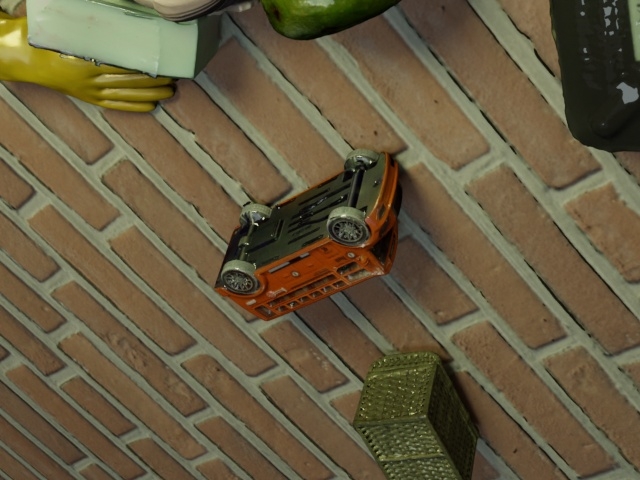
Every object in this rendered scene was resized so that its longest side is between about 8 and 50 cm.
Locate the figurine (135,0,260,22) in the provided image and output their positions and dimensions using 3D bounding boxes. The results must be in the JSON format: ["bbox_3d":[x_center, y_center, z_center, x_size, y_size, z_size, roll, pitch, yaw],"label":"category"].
[{"bbox_3d":[-0.240,-0.392,1.237,0.361,0.253,0.211,21,101,11],"label":"figurine"}]

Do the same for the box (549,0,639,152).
[{"bbox_3d":[0.424,-0.259,1.158,0.359,0.091,0.350,-2,127,23],"label":"box"}]

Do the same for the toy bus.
[{"bbox_3d":[0.000,0.000,1.544,0.329,0.143,0.153,-26,125,37],"label":"toy bus"}]

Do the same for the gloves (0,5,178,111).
[{"bbox_3d":[-0.342,-0.255,1.513,0.295,0.116,0.133,12,161,2],"label":"gloves"}]

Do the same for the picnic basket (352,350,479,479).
[{"bbox_3d":[0.162,0.294,1.718,0.134,0.154,0.196,-12,127,26],"label":"picnic basket"}]

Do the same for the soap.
[{"bbox_3d":[-0.258,-0.288,1.381,0.231,0.145,0.091,16,122,7],"label":"soap"}]

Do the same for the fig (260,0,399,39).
[{"bbox_3d":[0.004,-0.359,1.209,0.203,0.203,0.235,-13,102,32],"label":"fig"}]
